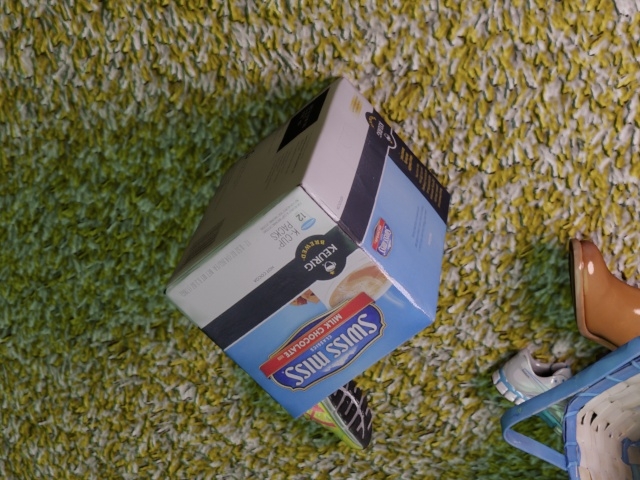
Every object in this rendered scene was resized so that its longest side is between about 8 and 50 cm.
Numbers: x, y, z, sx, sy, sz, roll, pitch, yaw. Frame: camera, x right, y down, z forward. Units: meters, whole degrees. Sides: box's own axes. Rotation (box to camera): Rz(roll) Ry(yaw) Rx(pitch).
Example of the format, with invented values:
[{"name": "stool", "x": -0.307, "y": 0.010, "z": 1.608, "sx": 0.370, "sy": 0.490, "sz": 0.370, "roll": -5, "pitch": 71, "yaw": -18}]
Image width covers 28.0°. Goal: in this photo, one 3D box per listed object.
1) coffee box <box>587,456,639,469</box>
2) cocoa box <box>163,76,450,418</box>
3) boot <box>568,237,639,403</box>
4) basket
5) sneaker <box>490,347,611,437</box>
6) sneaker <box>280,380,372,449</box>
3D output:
[{"name": "coffee box", "x": 0.409, "y": 0.467, "z": 1.781, "sx": 0.168, "sy": 0.119, "sz": 0.297, "roll": 27, "pitch": 74, "yaw": -5}, {"name": "cocoa box", "x": 0.000, "y": 0.000, "z": 1.583, "sx": 0.231, "sy": 0.347, "sz": 0.228, "roll": -37, "pitch": 106, "yaw": 24}, {"name": "boot", "x": 0.452, "y": 0.095, "z": 1.685, "sx": 0.220, "sy": 0.109, "sz": 0.283, "roll": -15, "pitch": 114, "yaw": 17}, {"name": "basket", "x": 0.405, "y": 0.232, "z": 1.612, "sx": 0.289, "sy": 0.201, "sz": 0.255, "roll": 34, "pitch": 128, "yaw": -29}, {"name": "sneaker", "x": 0.337, "y": 0.218, "z": 1.794, "sx": 0.191, "sy": 0.071, "sz": 0.083, "roll": 33, "pitch": 112, "yaw": -7}, {"name": "sneaker", "x": -0.010, "y": 0.229, "z": 1.861, "sx": 0.208, "sy": 0.081, "sz": 0.094, "roll": 47, "pitch": 122, "yaw": -7}]
